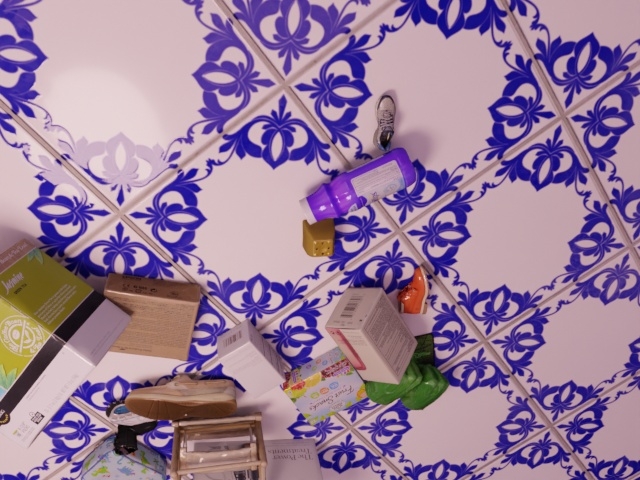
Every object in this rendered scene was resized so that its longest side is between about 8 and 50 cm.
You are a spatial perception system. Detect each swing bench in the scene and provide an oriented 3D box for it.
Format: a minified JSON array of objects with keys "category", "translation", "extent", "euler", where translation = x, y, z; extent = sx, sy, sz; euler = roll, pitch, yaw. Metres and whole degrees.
[{"category":"swing bench","translation":[-0.284,0.589,1.786],"extent":[0.253,0.254,0.165],"euler":[-3,123,-10]}]

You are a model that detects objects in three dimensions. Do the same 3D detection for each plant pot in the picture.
[{"category":"plant pot","translation":[0.000,0.000,1.606],"extent":[0.081,0.083,0.081],"euler":[-4,119,-9]}]

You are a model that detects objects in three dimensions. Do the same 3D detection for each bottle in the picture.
[{"category":"bottle","translation":[0.088,-0.125,1.533],"extent":[0.283,0.118,0.092],"euler":[-25,77,3]}]

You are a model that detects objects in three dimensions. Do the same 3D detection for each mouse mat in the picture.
[{"category":"mouse mat","translation":[0.250,0.352,1.902],"extent":[0.190,0.007,0.152],"euler":[-11,121,-4]}]

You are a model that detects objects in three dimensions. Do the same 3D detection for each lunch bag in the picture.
[{"category":"lunch bag","translation":[-0.580,0.678,1.877],"extent":[0.176,0.090,0.219],"euler":[-44,118,13]}]

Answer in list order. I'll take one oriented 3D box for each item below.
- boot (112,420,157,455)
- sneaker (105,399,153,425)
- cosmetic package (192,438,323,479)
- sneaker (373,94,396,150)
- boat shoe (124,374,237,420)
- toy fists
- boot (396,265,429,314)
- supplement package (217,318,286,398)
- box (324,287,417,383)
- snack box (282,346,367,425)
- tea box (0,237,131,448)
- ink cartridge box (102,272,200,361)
[{"category":"boot","translation":[-0.528,0.558,1.813],"extent":[0.121,0.099,0.045],"euler":[-3,121,-9]},{"category":"sneaker","translation":[-0.507,0.487,1.807],"extent":[0.191,0.071,0.083],"euler":[0,142,-13]},{"category":"cosmetic package","translation":[-0.183,0.719,1.866],"extent":[0.377,0.284,0.097],"euler":[1,119,-12]},{"category":"sneaker","translation":[0.156,-0.272,1.496],"extent":[0.052,0.058,0.135],"euler":[-5,119,-8]},{"category":"boat shoe","translation":[-0.385,0.430,1.773],"extent":[0.302,0.098,0.109],"euler":[3,134,-15]},{"category":"toy fists","translation":[0.263,0.415,1.866],"extent":[0.279,0.096,0.142],"euler":[21,128,-36]},{"category":"boot","translation":[0.253,0.140,1.753],"extent":[0.085,0.059,0.158],"euler":[-2,121,-4]},{"category":"supplement package","translation":[-0.189,0.325,1.742],"extent":[0.105,0.105,0.179],"euler":[-31,120,6]},{"category":"box","translation":[0.140,0.256,1.720],"extent":[0.127,0.148,0.232],"euler":[-4,132,41]},{"category":"snack box","translation":[0.019,0.424,1.860],"extent":[0.207,0.070,0.174],"euler":[-28,120,7]},{"category":"tea box","translation":[-0.687,0.238,1.479],"extent":[0.323,0.220,0.329],"euler":[39,111,-9]},{"category":"ink cartridge box","translation":[-0.440,0.197,1.631],"extent":[0.235,0.088,0.193],"euler":[10,118,-16]}]
